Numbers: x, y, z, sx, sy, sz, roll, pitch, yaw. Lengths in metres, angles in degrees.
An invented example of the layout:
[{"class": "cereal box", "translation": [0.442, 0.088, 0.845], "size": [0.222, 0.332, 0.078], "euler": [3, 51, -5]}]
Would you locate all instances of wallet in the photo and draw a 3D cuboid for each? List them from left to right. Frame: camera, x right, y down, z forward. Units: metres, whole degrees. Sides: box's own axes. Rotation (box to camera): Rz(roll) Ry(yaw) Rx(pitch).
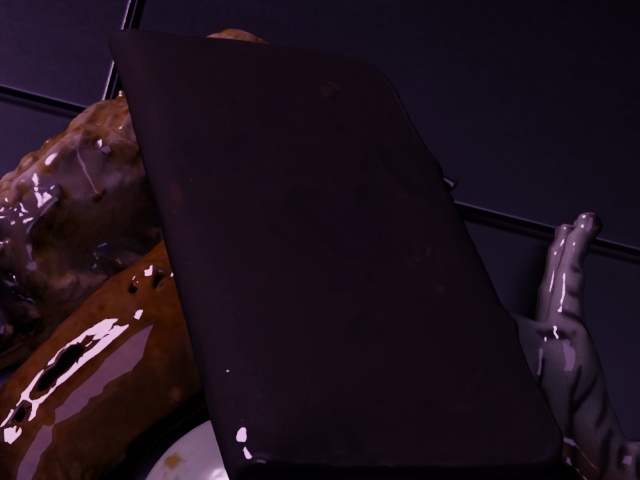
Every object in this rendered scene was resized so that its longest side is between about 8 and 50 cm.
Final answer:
[{"class": "wallet", "translation": [0.000, 0.000, 0.913], "size": [0.197, 0.051, 0.377], "euler": [5, 41, -25]}]

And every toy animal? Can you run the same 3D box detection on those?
[{"class": "toy animal", "translation": [0.136, 0.057, 1.037], "size": [0.255, 0.090, 0.170], "euler": [28, 72, 2]}]

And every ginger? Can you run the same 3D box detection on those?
[{"class": "ginger", "translation": [-0.119, 0.101, 0.953], "size": [0.133, 0.107, 0.309], "euler": [39, 70, -6]}]

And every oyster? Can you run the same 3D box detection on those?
[{"class": "oyster", "translation": [-0.132, -0.016, 1.018], "size": [0.345, 0.078, 0.128], "euler": [-40, 92, -23]}]

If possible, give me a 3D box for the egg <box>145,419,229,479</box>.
[{"class": "egg", "translation": [0.020, 0.204, 0.891], "size": [0.283, 0.203, 0.203], "euler": [42, 67, -19]}]
